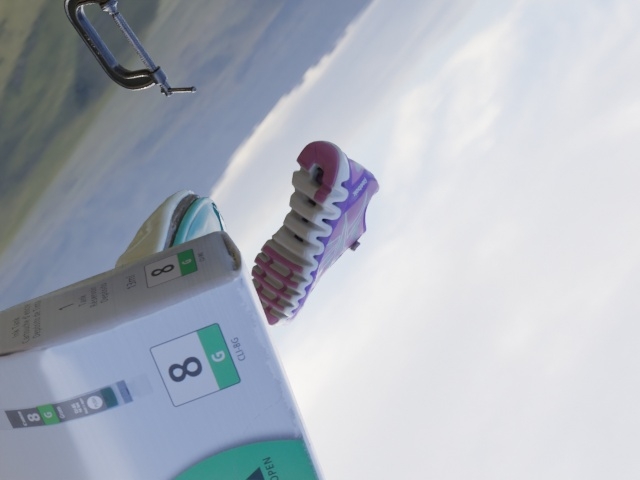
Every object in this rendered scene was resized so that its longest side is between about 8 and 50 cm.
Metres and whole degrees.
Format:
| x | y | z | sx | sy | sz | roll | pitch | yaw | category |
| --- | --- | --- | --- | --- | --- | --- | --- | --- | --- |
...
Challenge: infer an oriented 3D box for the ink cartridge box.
| x | y | z | sx | sy | sz | roll | pitch | yaw | category |
| --- | --- | --- | --- | --- | --- | --- | --- | --- | --- |
| -0.111 | 0.117 | 0.544 | 0.224 | 0.181 | 0.056 | -21 | -154 | -5 | ink cartridge box |

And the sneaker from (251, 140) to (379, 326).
| x | y | z | sx | sy | sz | roll | pitch | yaw | category |
| --- | --- | --- | --- | --- | --- | --- | --- | --- | --- |
| 0.000 | 0.000 | 1.519 | 0.095 | 0.104 | 0.236 | 38 | -69 | 42 | sneaker |

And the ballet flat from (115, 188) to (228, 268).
| x | y | z | sx | sy | sz | roll | pitch | yaw | category |
| --- | --- | --- | --- | --- | --- | --- | --- | --- | --- |
| -0.133 | 0.113 | 0.985 | 0.139 | 0.139 | 0.400 | -46 | -147 | 31 | ballet flat |

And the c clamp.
| x | y | z | sx | sy | sz | roll | pitch | yaw | category |
| --- | --- | --- | --- | --- | --- | --- | --- | --- | --- |
| -0.224 | -0.227 | 1.470 | 0.137 | 0.161 | 0.022 | -6 | -142 | 51 | c clamp |
